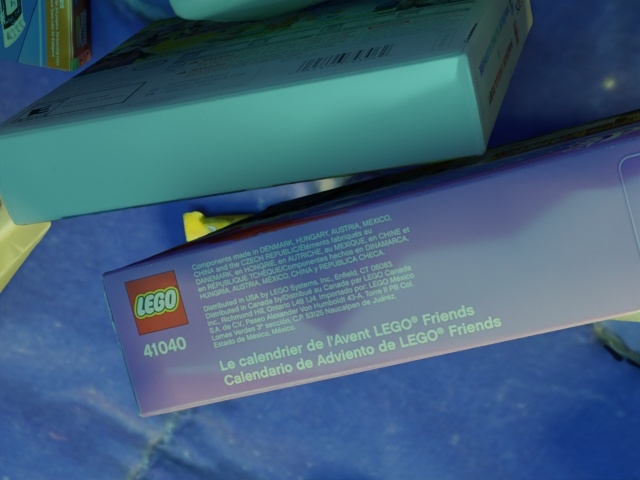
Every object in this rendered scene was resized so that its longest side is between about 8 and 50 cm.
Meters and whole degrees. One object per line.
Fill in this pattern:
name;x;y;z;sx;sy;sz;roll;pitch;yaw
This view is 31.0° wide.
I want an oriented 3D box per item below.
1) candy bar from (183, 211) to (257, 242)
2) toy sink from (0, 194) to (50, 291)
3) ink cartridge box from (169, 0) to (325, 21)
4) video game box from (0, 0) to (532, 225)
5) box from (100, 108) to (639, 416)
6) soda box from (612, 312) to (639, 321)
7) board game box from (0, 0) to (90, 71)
candy bar;0.000;0.000;0.650;0.162;0.018;0.040;-1;116;18
toy sink;-0.263;0.001;0.663;0.153;0.131;0.234;39;125;-5
ink cartridge box;0.083;-0.279;0.408;0.385;0.091;0.308;-14;96;21
video game box;-0.017;-0.074;0.520;0.205;0.187;0.048;-7;115;20
box;0.090;-0.011;0.451;0.293;0.201;0.057;-14;94;17
soda box;0.175;0.004;0.573;0.183;0.063;0.058;3;116;15
board game box;-0.188;-0.232;0.582;0.145;0.027;0.281;12;118;12
